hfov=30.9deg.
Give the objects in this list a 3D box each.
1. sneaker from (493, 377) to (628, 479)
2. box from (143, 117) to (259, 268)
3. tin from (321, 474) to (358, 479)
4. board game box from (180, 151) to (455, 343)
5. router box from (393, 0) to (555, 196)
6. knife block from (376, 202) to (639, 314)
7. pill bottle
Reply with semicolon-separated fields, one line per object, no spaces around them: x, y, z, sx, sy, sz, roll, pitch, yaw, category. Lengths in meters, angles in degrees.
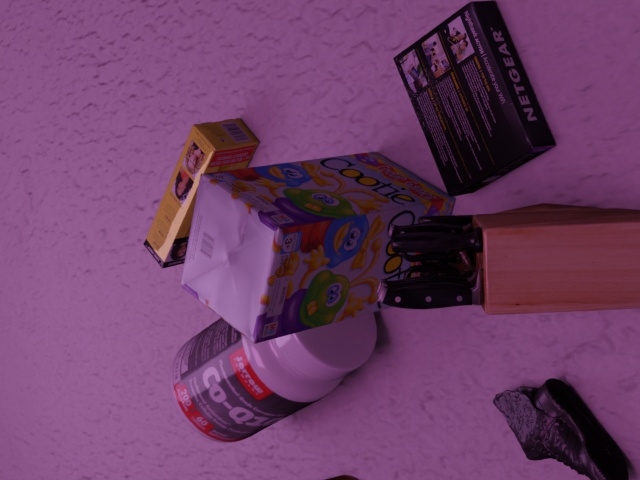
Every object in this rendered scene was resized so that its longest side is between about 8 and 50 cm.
0.261;0.220;1.271;0.170;0.051;0.089;58;135;27;sneaker
-0.172;-0.066;1.652;0.058;0.087;0.232;49;129;26;box
0.007;0.386;1.596;0.189;0.040;0.106;-27;83;47;tin
0.000;0.000;1.334;0.142;0.275;0.144;34;122;38;board game box
0.167;-0.155;1.287;0.133;0.046;0.179;-31;76;46;router box
0.201;0.025;1.145;0.275;0.242;0.088;8;105;46;knife block
-0.065;0.152;1.525;0.283;0.161;0.161;-36;73;46;pill bottle
